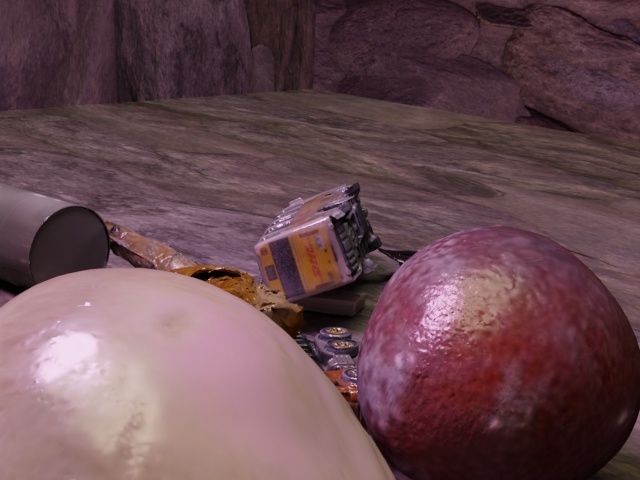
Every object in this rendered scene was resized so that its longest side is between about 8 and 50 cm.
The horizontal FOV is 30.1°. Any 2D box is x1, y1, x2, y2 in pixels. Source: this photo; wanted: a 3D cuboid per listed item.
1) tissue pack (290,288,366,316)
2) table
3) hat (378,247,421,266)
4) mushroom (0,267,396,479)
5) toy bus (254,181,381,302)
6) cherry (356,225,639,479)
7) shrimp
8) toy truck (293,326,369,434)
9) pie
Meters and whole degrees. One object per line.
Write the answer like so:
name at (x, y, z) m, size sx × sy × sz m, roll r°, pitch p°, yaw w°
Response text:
tissue pack at (-0.001, 0.074, 1.511) m, size 0.108 × 0.023 × 0.056 m, roll 6°, pitch 13°, yaw 17°
table at (-0.393, -0.005, 1.563) m, size 0.220 × 0.126 × 0.126 m, roll 14°, pitch 18°, yaw 41°
hat at (0.134, 0.034, 1.635) m, size 0.121 × 0.050 × 0.121 m, roll 0°, pitch 7°, yaw 0°
mushroom at (-0.089, 0.153, 0.652) m, size 0.315 × 0.315 × 0.356 m, roll -9°, pitch 18°, yaw -38°
toy bus at (0.000, 0.000, 1.546) m, size 0.138 × 0.097 × 0.342 m, roll -21°, pitch 7°, yaw 6°
cherry at (0.155, 0.101, 1.016) m, size 0.236 × 0.212 × 0.285 m, roll 28°, pitch 28°, yaw 34°
shrimp at (-0.197, 0.028, 1.561) m, size 0.223 × 0.047 × 0.126 m, roll 26°, pitch 7°, yaw 25°
toy truck at (-0.005, 0.142, 1.123) m, size 0.092 × 0.083 × 0.192 m, roll 0°, pitch 13°, yaw -10°
pie at (-0.167, 0.088, 1.167) m, size 0.308 × 0.085 × 0.308 m, roll -16°, pitch 6°, yaw 2°
